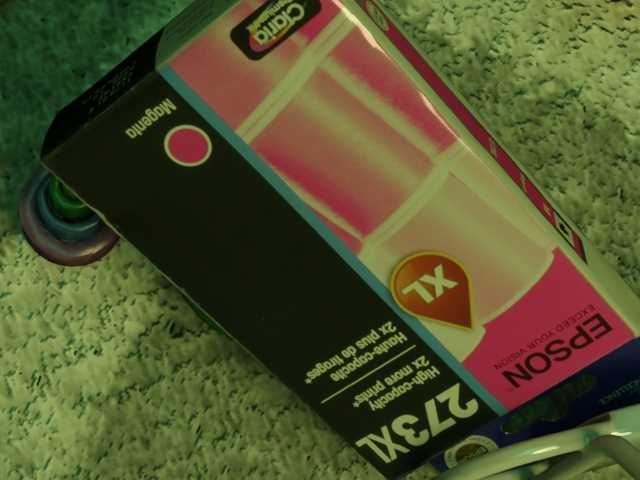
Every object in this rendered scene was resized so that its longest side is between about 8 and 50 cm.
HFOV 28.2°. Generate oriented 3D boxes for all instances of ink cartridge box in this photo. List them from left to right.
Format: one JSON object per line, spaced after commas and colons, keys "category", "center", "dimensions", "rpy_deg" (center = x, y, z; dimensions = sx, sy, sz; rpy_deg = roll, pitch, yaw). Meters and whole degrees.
{"category": "ink cartridge box", "center": [0.042, 0.018, 0.703], "dimensions": [0.175, 0.069, 0.371], "rpy_deg": [-35, 118, 22]}

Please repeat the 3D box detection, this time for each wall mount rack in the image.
{"category": "wall mount rack", "center": [0.251, 0.136, 0.699], "dimensions": [0.350, 0.304, 0.131], "rpy_deg": [-11, 72, -16]}

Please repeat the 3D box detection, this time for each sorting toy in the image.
{"category": "sorting toy", "center": [0.000, 0.000, 0.778], "dimensions": [0.365, 0.126, 0.127], "rpy_deg": [10, 78, -9]}

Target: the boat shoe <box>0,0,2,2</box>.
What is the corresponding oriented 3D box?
{"category": "boat shoe", "center": [-0.212, -0.265, 0.790], "dimensions": [0.123, 0.116, 0.324], "rpy_deg": [23, 77, -6]}
